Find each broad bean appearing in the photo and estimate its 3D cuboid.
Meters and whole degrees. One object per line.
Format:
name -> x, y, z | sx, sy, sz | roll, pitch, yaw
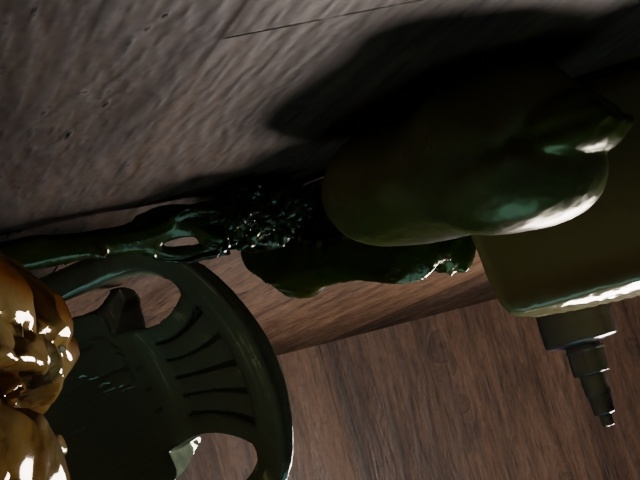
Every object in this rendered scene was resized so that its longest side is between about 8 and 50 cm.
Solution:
broad bean -> 0.075, -0.042, 0.805 | 0.124, 0.082, 0.174 | -12, -177, -23

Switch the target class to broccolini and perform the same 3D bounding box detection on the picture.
broccolini -> -0.119, 0.011, 0.892 | 0.254, 0.057, 0.071 | -16, 132, -26

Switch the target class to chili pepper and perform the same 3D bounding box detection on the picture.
chili pepper -> 0.000, 0.003, 0.996 | 0.204, 0.073, 0.072 | -7, -145, 47

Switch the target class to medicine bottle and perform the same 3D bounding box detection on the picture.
medicine bottle -> 0.183, 0.041, 1.211 | 0.058, 0.199, 0.057 | -17, 173, -2

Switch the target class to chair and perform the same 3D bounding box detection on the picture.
chair -> -0.142, 0.112, 1.127 | 0.190, 0.203, 0.275 | -25, -176, -12

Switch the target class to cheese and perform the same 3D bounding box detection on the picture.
cheese -> 0.224, -0.036, 0.983 | 0.242, 0.124, 0.265 | -13, 176, 15

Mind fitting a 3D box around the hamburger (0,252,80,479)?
hamburger -> -0.253, 0.080, 0.656 | 0.284, 0.174, 0.304 | -4, 167, 17
